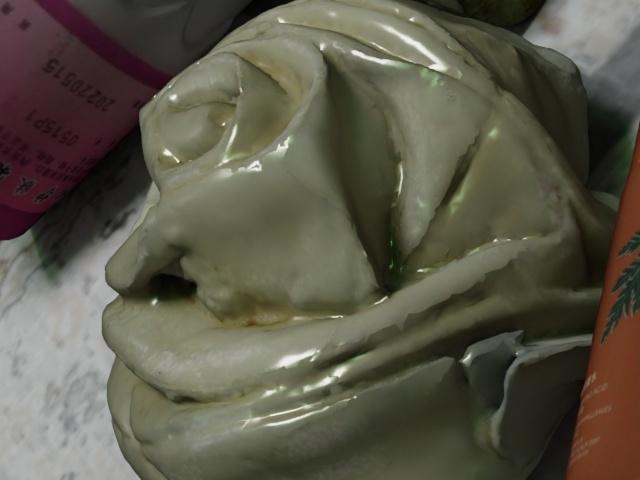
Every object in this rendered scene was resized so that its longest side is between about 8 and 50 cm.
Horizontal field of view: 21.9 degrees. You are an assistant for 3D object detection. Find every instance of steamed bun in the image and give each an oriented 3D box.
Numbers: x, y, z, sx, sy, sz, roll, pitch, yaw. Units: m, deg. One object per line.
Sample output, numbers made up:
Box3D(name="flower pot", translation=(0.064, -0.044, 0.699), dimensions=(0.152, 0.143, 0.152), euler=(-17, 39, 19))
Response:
Box3D(name="steamed bun", translation=(0.001, 0.001, 0.579), dimensions=(0.218, 0.144, 0.211), euler=(-50, 37, 3))

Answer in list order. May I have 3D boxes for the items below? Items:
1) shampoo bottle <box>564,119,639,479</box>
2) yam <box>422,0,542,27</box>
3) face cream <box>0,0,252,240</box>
Box3D(name="shampoo bottle", translation=(0.131, -0.013, 0.508), dimensions=(0.085, 0.085, 0.244), euler=(-13, 51, 40))
Box3D(name="yam", translation=(0.035, -0.145, 0.731), dimensions=(0.068, 0.068, 0.169), euler=(-53, 36, -3))
Box3D(name="face cream", translation=(-0.145, -0.124, 0.812), dimensions=(0.195, 0.175, 0.175), euler=(-42, 37, 11))
